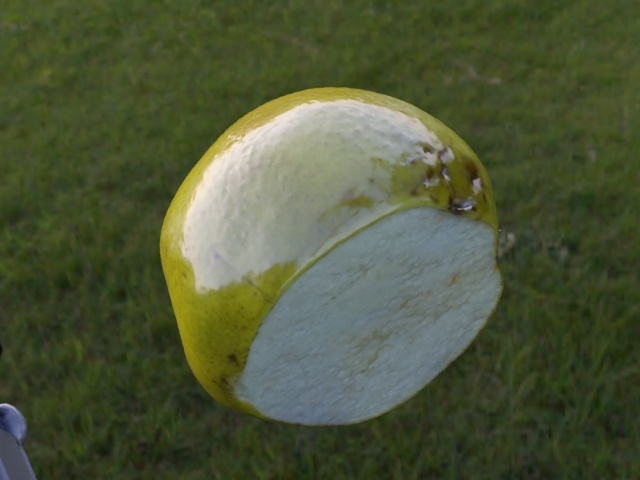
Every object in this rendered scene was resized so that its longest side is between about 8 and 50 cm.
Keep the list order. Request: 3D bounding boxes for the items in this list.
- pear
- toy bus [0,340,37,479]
[{"bbox_3d":[0.000,0.000,0.561,0.141,0.141,0.104,-21,51,-12],"label":"pear"},{"bbox_3d":[-0.136,0.090,0.365,0.136,0.209,0.126,-24,81,-10],"label":"toy bus"}]
